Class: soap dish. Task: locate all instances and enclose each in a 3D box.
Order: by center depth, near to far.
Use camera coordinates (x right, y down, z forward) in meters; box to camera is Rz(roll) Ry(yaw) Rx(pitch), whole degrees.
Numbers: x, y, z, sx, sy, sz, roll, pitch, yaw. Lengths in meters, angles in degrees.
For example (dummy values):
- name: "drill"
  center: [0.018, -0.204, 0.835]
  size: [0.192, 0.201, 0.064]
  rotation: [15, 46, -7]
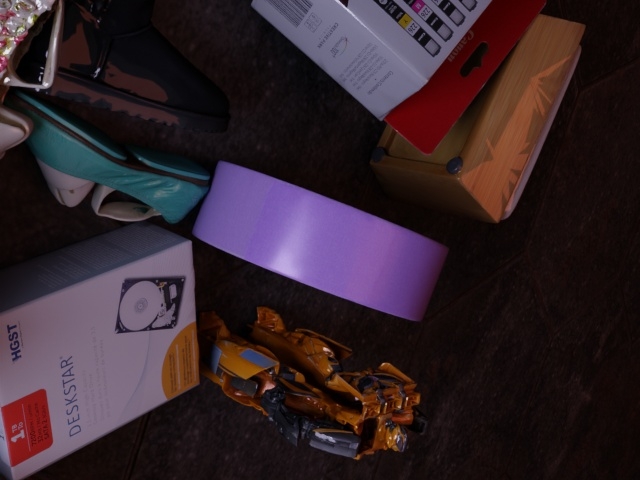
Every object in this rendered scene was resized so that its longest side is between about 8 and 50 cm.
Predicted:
- name: "soap dish"
  center: [0.206, -0.181, 1.196]
  size: [0.118, 0.229, 0.291]
  rotation: [28, 84, -36]

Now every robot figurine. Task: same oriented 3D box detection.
- name: "robot figurine"
  center: [-0.013, 0.163, 1.018]
  size: [0.211, 0.291, 0.085]
  rotation: [-2, 108, -51]

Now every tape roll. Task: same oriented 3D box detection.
- name: "tape roll"
  center: [0.000, 0.000, 0.969]
  size: [0.274, 0.274, 0.090]
  rotation: [19, 93, -53]

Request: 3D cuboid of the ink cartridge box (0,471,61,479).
- name: "ink cartridge box"
  center: [-0.322, 0.307, 0.804]
  size: [0.232, 0.171, 0.168]
  rotation: [40, 75, -52]

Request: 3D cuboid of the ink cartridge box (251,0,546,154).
- name: "ink cartridge box"
  center: [0.128, -0.301, 0.988]
  size: [0.272, 0.130, 0.309]
  rotation: [40, 69, -7]

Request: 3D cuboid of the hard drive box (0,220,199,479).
- name: "hard drive box"
  center: [-0.241, 0.103, 0.877]
  size: [0.232, 0.089, 0.181]
  rotation: [-25, 124, -42]

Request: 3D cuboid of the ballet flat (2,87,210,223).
- name: "ballet flat"
  center: [-0.211, -0.065, 0.844]
  size: [0.247, 0.083, 0.087]
  rotation: [22, 104, -51]

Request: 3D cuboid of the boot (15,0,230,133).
- name: "boot"
  center: [-0.158, -0.220, 0.817]
  size: [0.246, 0.094, 0.207]
  rotation: [9, 104, -46]

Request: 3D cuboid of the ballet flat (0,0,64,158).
- name: "ballet flat"
  center: [-0.261, -0.127, 0.704]
  size: [0.077, 0.091, 0.241]
  rotation: [23, 107, -14]
